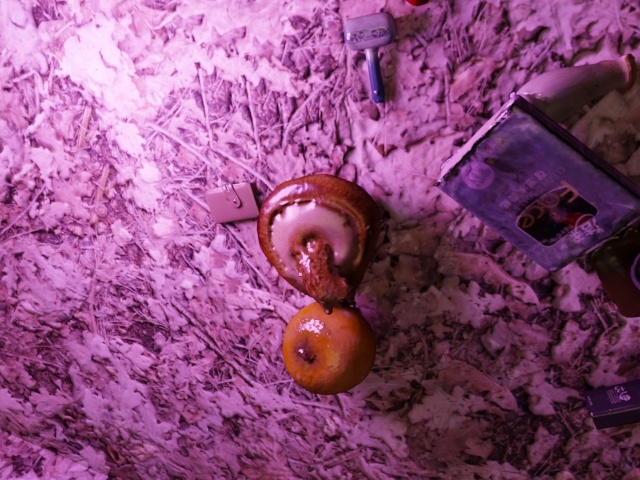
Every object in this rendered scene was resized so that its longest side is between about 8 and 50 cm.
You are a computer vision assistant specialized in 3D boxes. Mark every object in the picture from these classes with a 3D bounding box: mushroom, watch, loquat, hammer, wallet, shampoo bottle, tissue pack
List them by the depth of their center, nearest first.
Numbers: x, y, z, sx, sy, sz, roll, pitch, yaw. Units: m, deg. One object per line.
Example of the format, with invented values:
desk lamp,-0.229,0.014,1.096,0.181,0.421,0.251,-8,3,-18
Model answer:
watch,0.771,0.084,0.892,0.335,0.327,0.314,-29,102,26
mushroom,0.524,-0.318,0.933,0.225,0.093,0.116,-29,121,16
tissue pack,0.472,-0.117,0.985,0.361,0.122,0.259,37,135,-4
hammer,0.123,-0.410,1.025,0.116,0.069,0.194,-4,119,17
mushroom,0.000,0.000,1.121,0.345,0.260,0.346,6,114,13
shampoo bottle,0.847,0.398,1.134,0.309,0.098,0.071,-23,100,24
loquat,0.024,0.295,1.249,0.262,0.263,0.263,6,114,14
wallet,-0.248,-0.107,1.274,0.152,0.039,0.118,-8,112,21

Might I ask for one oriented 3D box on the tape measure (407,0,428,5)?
tape measure,0.235,-0.614,0.869,0.260,0.114,0.253,-17,107,22
